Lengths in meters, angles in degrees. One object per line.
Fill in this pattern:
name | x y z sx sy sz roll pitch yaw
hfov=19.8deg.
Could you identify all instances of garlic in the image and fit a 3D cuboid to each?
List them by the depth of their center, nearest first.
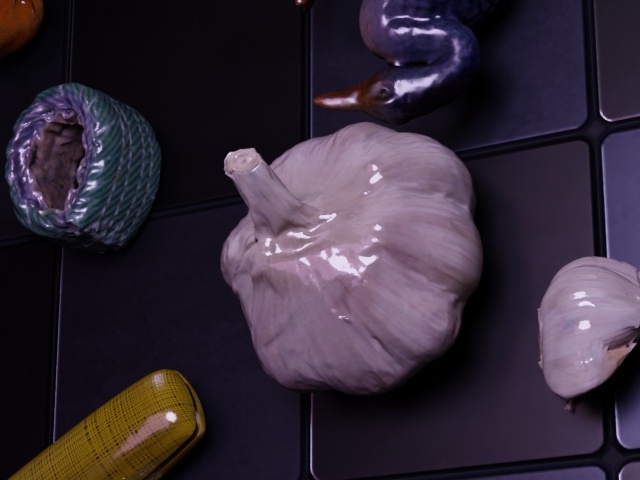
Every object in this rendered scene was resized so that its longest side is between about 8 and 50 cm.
garlic | 0.191 0.059 1.302 0.094 0.074 0.113 -22 48 33
garlic | 0.000 0.000 1.352 0.218 0.212 0.218 -15 62 29

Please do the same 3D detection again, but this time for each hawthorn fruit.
hawthorn fruit | -0.313 -0.224 1.665 0.128 0.128 0.128 -10 69 28

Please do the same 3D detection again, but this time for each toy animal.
toy animal | 0.063 -0.229 1.436 0.185 0.122 0.298 10 62 25

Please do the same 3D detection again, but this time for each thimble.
thimble | -0.204 -0.061 1.563 0.118 0.090 0.135 2 77 33

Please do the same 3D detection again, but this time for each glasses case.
glasses case | -0.191 0.193 1.488 0.234 0.064 0.079 -38 52 15
